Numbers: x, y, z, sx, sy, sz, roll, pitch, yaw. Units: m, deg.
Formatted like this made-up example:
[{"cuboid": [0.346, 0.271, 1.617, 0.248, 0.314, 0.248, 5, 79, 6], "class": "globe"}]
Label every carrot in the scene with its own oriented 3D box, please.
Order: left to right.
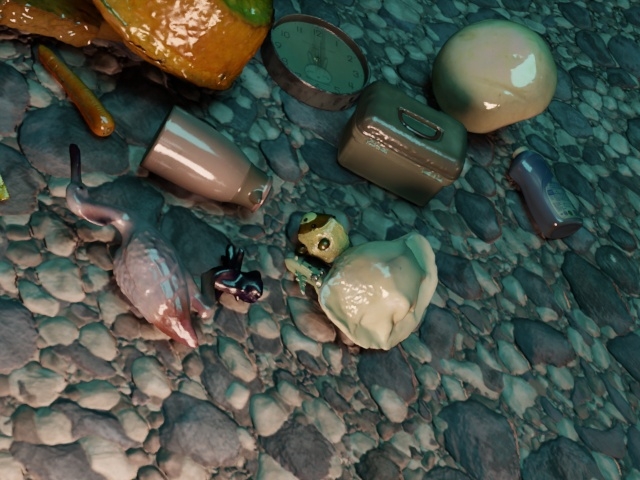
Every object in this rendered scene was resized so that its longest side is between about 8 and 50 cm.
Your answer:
[{"cuboid": [-0.374, -0.230, 1.378, 0.037, 0.037, 0.190, -25, 68, -42], "class": "carrot"}]

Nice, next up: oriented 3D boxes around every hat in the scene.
[{"cuboid": [0.000, 0.000, 1.394, 0.059, 0.077, 0.076, -56, 137, -33], "class": "hat"}]

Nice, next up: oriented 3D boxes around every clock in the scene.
[{"cuboid": [-0.006, -0.335, 1.685, 0.215, 0.042, 0.215, 17, 48, -20], "class": "clock"}]

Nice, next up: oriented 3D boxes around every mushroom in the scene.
[{"cuboid": [0.345, -0.312, 1.790, 0.246, 0.202, 0.246, -10, 55, 15], "class": "mushroom"}]

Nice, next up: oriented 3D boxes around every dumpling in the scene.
[{"cuboid": [0.091, 0.083, 1.368, 0.216, 0.126, 0.166, -34, 105, -61], "class": "dumpling"}]

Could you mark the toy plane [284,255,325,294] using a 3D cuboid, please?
[{"cuboid": [-0.019, 0.050, 1.372, 0.083, 0.033, 0.080, 40, 33, 3], "class": "toy plane"}]

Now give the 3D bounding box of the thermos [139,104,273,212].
[{"cuboid": [-0.163, -0.118, 1.381, 0.193, 0.105, 0.137, 28, 14, -15], "class": "thermos"}]

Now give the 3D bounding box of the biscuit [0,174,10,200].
[{"cuboid": [-0.533, -0.042, 1.130, 0.292, 0.026, 0.048, -19, 86, -40], "class": "biscuit"}]

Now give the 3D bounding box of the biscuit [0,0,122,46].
[{"cuboid": [-0.476, -0.478, 1.466, 0.368, 0.076, 0.394, 5, 54, -43], "class": "biscuit"}]

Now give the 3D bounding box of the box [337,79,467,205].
[{"cuboid": [0.142, -0.167, 1.580, 0.210, 0.129, 0.148, 27, 45, -13], "class": "box"}]

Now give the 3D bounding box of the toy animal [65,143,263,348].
[{"cuboid": [-0.232, 0.024, 1.220, 0.324, 0.090, 0.195, 33, 38, -18], "class": "toy animal"}]

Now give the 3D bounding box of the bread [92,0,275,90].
[{"cuboid": [-0.213, -0.419, 1.463, 0.337, 0.204, 0.358, 42, 29, -35], "class": "bread"}]

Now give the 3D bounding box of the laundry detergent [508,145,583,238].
[{"cuboid": [0.427, -0.102, 1.756, 0.097, 0.061, 0.206, -5, 58, -32], "class": "laundry detergent"}]
